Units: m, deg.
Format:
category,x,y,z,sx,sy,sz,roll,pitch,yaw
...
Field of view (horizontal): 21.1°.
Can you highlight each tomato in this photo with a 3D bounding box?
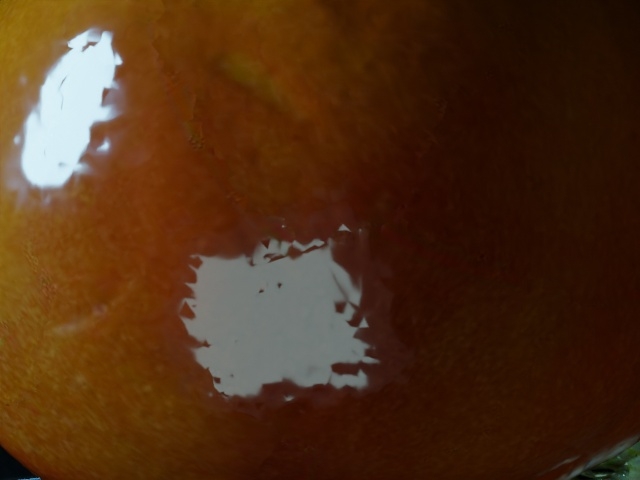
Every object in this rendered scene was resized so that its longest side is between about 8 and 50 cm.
category,x,y,z,sx,sy,sz,roll,pitch,yaw
tomato,0.003,-0.001,0.533,0.260,0.180,0.260,-4,160,-2

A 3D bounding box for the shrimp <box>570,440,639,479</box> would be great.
category,x,y,z,sx,sy,sz,roll,pitch,yaw
shrimp,0.097,0.114,0.765,0.124,0.034,0.178,28,133,-12
